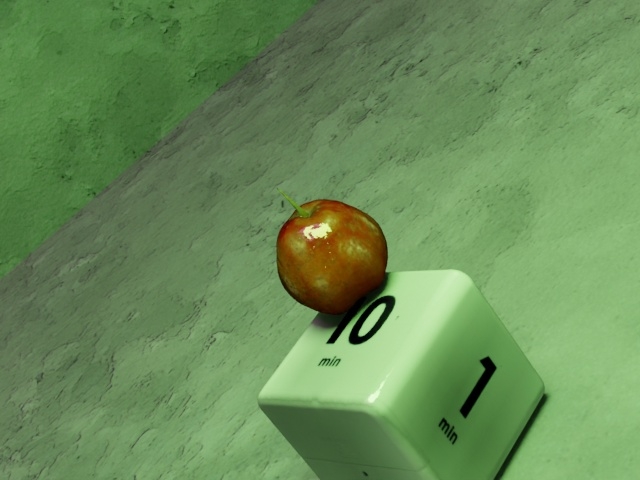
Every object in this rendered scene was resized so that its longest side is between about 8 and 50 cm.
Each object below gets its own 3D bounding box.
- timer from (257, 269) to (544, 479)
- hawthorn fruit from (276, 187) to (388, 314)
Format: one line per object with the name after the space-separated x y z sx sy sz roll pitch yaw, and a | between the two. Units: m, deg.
0.087 0.163 1.383 0.192 0.194 0.195 -4 41 49 | timer
0.012 0.010 1.376 0.125 0.140 0.125 1 26 -1 | hawthorn fruit
